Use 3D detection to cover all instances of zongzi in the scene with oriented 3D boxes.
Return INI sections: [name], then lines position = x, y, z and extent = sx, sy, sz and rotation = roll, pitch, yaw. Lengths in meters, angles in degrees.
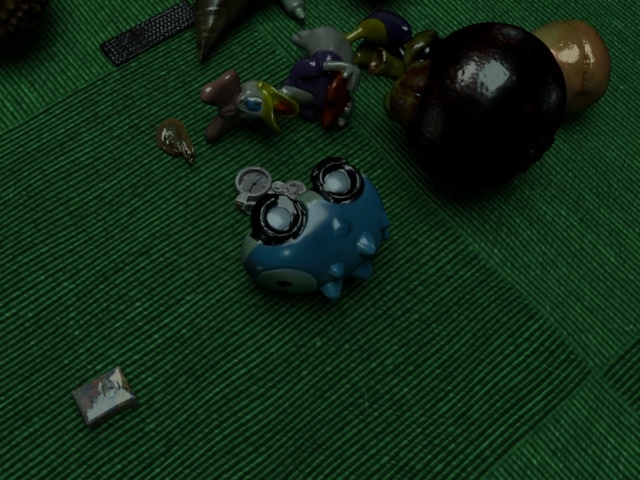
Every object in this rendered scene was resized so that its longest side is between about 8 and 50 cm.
[zongzi]
position = -0.133, -0.474, 1.531
extent = 0.247, 0.111, 0.241
rotation = -10, 74, 5

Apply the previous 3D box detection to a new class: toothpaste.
[toothpaste]
position = -0.091, -0.531, 1.614
extent = 0.060, 0.038, 0.233
rotation = -24, 65, -20

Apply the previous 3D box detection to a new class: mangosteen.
[mangosteen]
position = 0.266, -0.241, 1.369
extent = 0.296, 0.297, 0.313
rotation = -26, 41, -17

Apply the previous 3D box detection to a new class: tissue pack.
[tissue pack]
position = -0.331, 0.241, 1.205
extent = 0.083, 0.035, 0.063
rotation = -29, 69, -18

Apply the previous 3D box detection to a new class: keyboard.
[keyboard]
position = -0.331, -0.409, 1.542
extent = 0.204, 0.013, 0.061
rotation = -35, 71, -20

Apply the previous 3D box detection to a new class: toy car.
[toy car]
position = 0.000, 0.000, 1.274
extent = 0.255, 0.188, 0.190
rotation = -31, 78, -19

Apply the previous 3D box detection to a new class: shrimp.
[shrimp]
position = -0.264, -0.175, 1.428
extent = 0.059, 0.023, 0.108
rotation = -22, 68, -5

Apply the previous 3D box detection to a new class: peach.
[peach]
position = 0.458, -0.323, 1.486
extent = 0.184, 0.184, 0.184
rotation = 2, 63, -4

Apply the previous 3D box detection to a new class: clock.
[clock]
position = -0.090, -0.082, 1.386
extent = 0.129, 0.041, 0.087
rotation = 13, 59, 7

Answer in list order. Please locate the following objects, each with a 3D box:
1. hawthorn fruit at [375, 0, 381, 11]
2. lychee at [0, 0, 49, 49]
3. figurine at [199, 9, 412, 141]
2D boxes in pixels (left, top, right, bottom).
[hawthorn fruit]
position = 0.118, -0.591, 1.587
extent = 0.208, 0.208, 0.248
rotation = -3, 88, -7
[lychee]
position = -0.618, -0.473, 1.424
extent = 0.267, 0.267, 0.268
rotation = 2, 63, -4
[figurine]
position = -0.022, -0.303, 1.442
extent = 0.421, 0.154, 0.193
rotation = -38, 68, -22
